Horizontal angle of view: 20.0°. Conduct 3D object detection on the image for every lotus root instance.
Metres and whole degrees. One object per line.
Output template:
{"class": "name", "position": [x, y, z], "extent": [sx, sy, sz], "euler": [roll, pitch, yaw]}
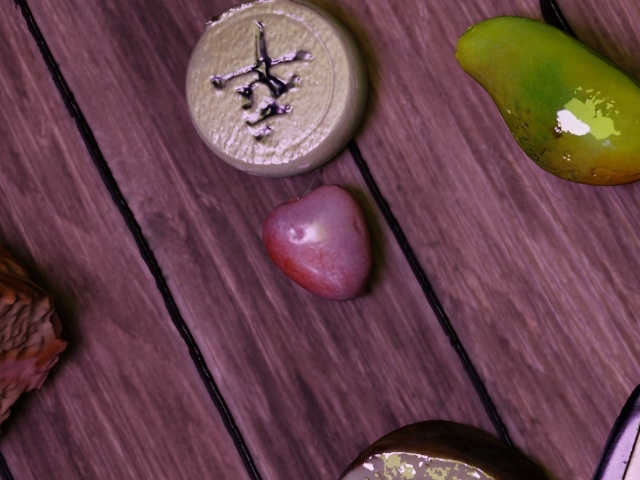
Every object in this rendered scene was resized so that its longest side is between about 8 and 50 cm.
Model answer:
{"class": "lotus root", "position": [0.124, 0.256, 1.768], "extent": [0.235, 0.119, 0.138], "euler": [21, 98, 17]}

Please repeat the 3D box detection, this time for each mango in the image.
{"class": "mango", "position": [0.232, -0.133, 1.764], "extent": [0.233, 0.111, 0.125], "euler": [32, 91, 16]}

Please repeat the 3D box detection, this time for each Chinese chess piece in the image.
{"class": "Chinese chess piece", "position": [-0.045, -0.158, 1.857], "extent": [0.188, 0.083, 0.188], "euler": [-1, 85, 13]}

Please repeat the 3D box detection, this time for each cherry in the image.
{"class": "cherry", "position": [0.003, -0.002, 1.832], "extent": [0.126, 0.087, 0.106], "euler": [44, 103, 16]}

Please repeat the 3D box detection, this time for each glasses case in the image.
{"class": "glasses case", "position": [0.283, 0.275, 1.721], "extent": [0.075, 0.122, 0.314], "euler": [18, 91, 21]}

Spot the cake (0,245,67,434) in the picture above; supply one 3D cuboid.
{"class": "cake", "position": [-0.463, 0.111, 1.857], "extent": [0.314, 0.293, 0.307], "euler": [31, 100, 19]}
